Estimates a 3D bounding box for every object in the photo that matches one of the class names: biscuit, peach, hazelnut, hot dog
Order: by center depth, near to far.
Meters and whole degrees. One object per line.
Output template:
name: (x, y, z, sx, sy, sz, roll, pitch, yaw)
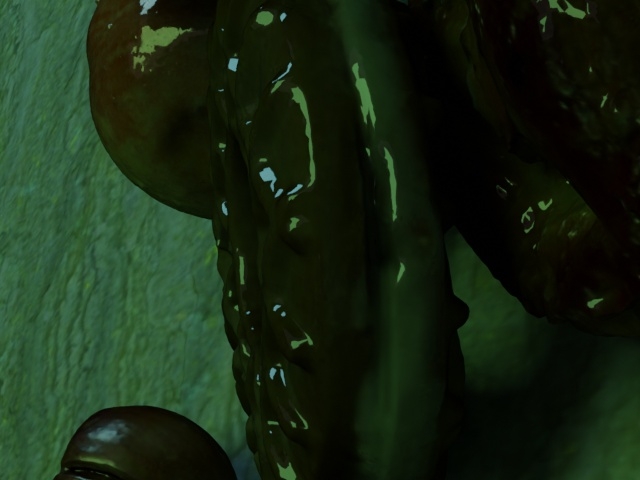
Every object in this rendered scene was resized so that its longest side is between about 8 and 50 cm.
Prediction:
hot dog: (0.133, -0.137, 0.710, 0.267, 0.174, 0.388, 92, -178, -61)
biscuit: (0.000, 0.000, 0.800, 0.332, 0.103, 0.332, 175, 90, -79)
hazelnut: (-0.121, 0.191, 0.988, 0.143, 0.143, 0.154, 41, 114, 59)
peach: (-0.065, -0.125, 1.019, 0.232, 0.232, 0.232, -37, 41, 42)
